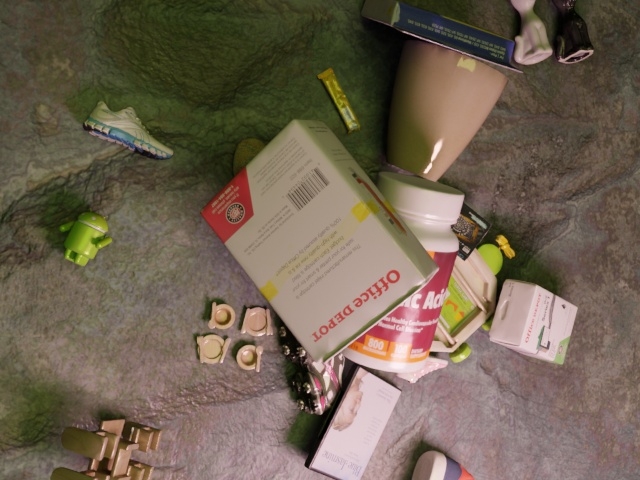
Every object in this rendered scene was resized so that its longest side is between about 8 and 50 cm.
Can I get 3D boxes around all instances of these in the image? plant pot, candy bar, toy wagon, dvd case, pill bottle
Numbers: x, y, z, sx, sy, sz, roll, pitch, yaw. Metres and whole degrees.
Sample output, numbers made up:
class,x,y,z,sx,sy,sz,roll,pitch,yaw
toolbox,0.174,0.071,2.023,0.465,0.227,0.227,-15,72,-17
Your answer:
class,x,y,z,sx,sy,sz,roll,pitch,yaw
plant pot,0.261,-0.286,1.634,0.256,0.256,0.274,19,99,-18
candy bar,0.046,-0.328,1.655,0.040,0.018,0.162,-31,99,-14
toy wagon,0.337,0.117,1.722,0.344,0.068,0.267,-40,102,-17
dvd case,0.079,0.426,1.608,0.180,0.022,0.253,36,76,-40
pill bottle,0.170,0.064,1.516,0.224,0.224,0.392,8,104,-19

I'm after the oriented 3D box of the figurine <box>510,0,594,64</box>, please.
class,x,y,z,sx,sy,sz,roll,pitch,yaw
figurine,0.592,-0.574,1.831,0.214,0.092,0.210,-7,83,-19

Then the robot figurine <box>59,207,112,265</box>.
class,x,y,z,sx,sy,sz,roll,pitch,yaw
robot figurine,-0.478,-0.008,1.431,0.101,0.067,0.115,23,81,13

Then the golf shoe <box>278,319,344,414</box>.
class,x,y,z,sx,sy,sz,roll,pitch,yaw
golf shoe,-0.015,0.252,1.587,0.120,0.105,0.273,-16,100,-35

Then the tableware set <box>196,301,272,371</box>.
class,x,y,z,sx,sy,sz,roll,pitch,yaw
tableware set,-0.188,0.211,1.555,0.168,0.020,0.141,12,85,-19

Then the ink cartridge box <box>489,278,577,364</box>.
class,x,y,z,sx,sy,sz,roll,pitch,yaw
ink cartridge box,0.530,0.204,1.737,0.219,0.092,0.160,23,80,-41

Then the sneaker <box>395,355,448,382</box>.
class,x,y,z,sx,sy,sz,roll,pitch,yaw
sneaker,0.240,0.310,1.691,0.134,0.051,0.070,9,87,-16

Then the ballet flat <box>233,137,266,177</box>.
class,x,y,z,sx,sy,sz,roll,pitch,yaw
ballet flat,-0.111,-0.059,1.540,0.123,0.123,0.349,-10,92,-20

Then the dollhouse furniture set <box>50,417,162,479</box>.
class,x,y,z,sx,sy,sz,roll,pitch,yaw
dollhouse furniture set,-0.454,0.464,1.366,0.160,0.212,0.242,11,83,19

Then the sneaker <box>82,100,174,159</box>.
class,x,y,z,sx,sy,sz,roll,pitch,yaw
sneaker,-0.391,-0.234,1.470,0.190,0.071,0.083,25,75,-18

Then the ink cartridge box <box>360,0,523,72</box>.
class,x,y,z,sx,sy,sz,roll,pitch,yaw
ink cartridge box,0.277,-0.480,1.595,0.303,0.307,0.072,12,108,-20

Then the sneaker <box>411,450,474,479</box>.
class,x,y,z,sx,sy,sz,roll,pitch,yaw
sneaker,0.261,0.684,1.644,0.148,0.131,0.350,26,80,-13

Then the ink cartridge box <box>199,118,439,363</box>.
class,x,y,z,sx,sy,sz,roll,pitch,yaw
ink cartridge box,0.000,0.000,1.365,0.279,0.160,0.385,-40,82,21

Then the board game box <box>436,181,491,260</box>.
class,x,y,z,sx,sy,sz,roll,pitch,yaw
board game box,0.309,-0.052,1.690,0.186,0.026,0.126,40,58,6
